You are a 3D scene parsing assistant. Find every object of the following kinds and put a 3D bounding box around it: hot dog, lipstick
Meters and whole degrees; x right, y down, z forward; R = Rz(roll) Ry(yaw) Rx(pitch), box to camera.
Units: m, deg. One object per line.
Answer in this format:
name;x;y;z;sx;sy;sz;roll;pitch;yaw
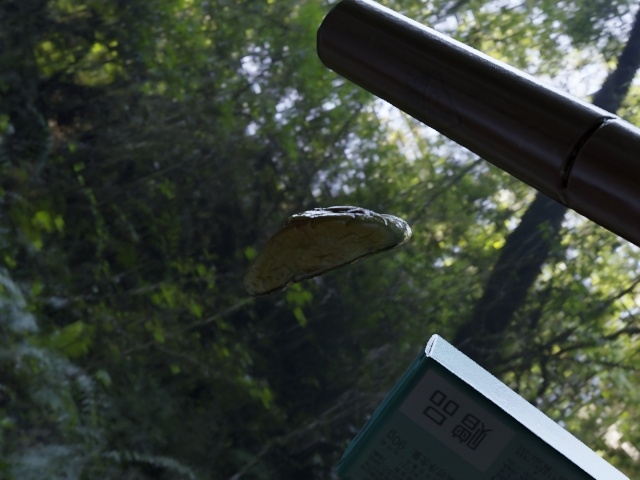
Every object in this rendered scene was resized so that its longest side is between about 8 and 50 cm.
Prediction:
hot dog;0.000;0.000;0.545;0.090;0.030;0.034;-21;-89;17
lipstick;0.118;-0.061;0.605;0.356;0.057;0.057;37;-42;42

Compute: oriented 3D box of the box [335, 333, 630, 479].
box;0.157;0.225;1.025;0.245;0.092;0.153;38;-78;3
